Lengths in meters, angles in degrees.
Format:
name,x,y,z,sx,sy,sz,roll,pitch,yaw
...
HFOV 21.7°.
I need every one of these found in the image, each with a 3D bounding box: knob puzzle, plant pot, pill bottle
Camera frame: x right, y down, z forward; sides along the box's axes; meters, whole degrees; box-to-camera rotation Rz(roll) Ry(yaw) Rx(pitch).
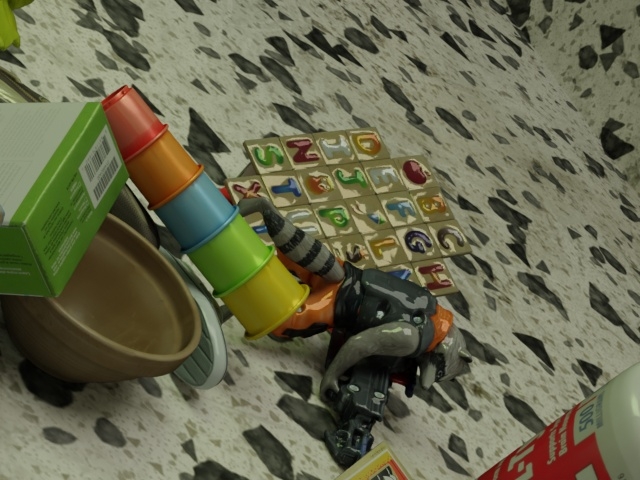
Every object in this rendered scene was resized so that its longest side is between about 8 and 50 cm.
name,x,y,z,sx,sy,sz,roll,pitch,yaw
knob puzzle,0.093,0.331,1.874,0.213,0.030,0.213,32,37,-28
plant pot,-0.249,0.071,1.740,0.237,0.109,0.237,33,24,-17
pill bottle,0.249,0.313,1.682,0.229,0.408,0.229,31,35,-25

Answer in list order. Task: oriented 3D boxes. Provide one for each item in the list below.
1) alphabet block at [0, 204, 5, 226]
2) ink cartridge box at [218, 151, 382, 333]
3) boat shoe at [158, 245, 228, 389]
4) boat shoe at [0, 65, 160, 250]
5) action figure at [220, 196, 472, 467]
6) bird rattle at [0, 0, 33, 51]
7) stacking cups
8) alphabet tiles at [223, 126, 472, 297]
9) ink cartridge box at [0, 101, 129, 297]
name,x,y,z,sx,sy,sz,roll,pitch,yaw
alphabet block,-0.420,0.001,1.421,0.192,0.193,0.197,46,46,15
ink cartridge box,0.000,0.000,2.319,0.296,0.066,0.261,44,22,6
boat shoe,-0.146,0.083,1.916,0.076,0.083,0.226,17,32,-43
boat shoe,-0.313,-0.100,1.920,0.355,0.132,0.130,44,23,2
action figure,0.037,0.106,2.045,0.330,0.178,0.341,23,33,-16
bird rattle,-0.463,-0.330,2.043,0.253,0.207,0.143,36,61,-21
stacking cups,-0.143,-0.032,1.878,0.316,0.096,0.096,51,20,-15
alphabet tiles,0.043,-0.032,2.316,0.343,0.011,0.285,-8,62,-34
ink cartridge box,-0.345,-0.045,1.637,0.188,0.255,0.097,-65,148,-44
